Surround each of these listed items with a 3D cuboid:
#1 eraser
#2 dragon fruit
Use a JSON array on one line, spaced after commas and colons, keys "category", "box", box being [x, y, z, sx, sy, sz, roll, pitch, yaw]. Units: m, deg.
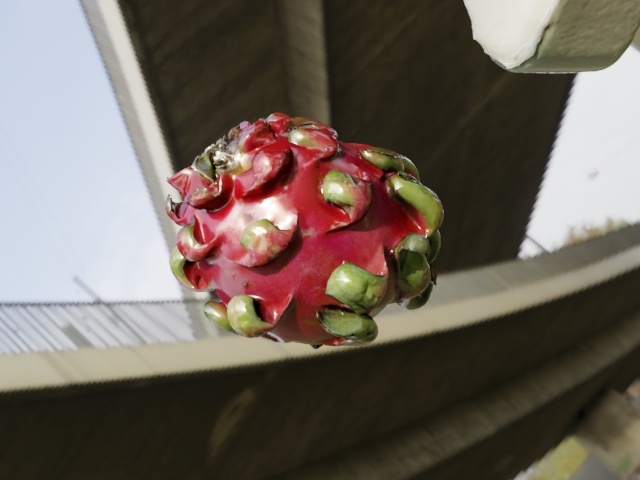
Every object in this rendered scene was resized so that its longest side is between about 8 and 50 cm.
[{"category": "eraser", "box": [0.245, -0.322, 1.218, 0.150, 0.331, 0.331, -4, -45, -35]}, {"category": "dragon fruit", "box": [-0.005, -0.008, 0.980, 0.218, 0.198, 0.273, -23, -1, 16]}]
